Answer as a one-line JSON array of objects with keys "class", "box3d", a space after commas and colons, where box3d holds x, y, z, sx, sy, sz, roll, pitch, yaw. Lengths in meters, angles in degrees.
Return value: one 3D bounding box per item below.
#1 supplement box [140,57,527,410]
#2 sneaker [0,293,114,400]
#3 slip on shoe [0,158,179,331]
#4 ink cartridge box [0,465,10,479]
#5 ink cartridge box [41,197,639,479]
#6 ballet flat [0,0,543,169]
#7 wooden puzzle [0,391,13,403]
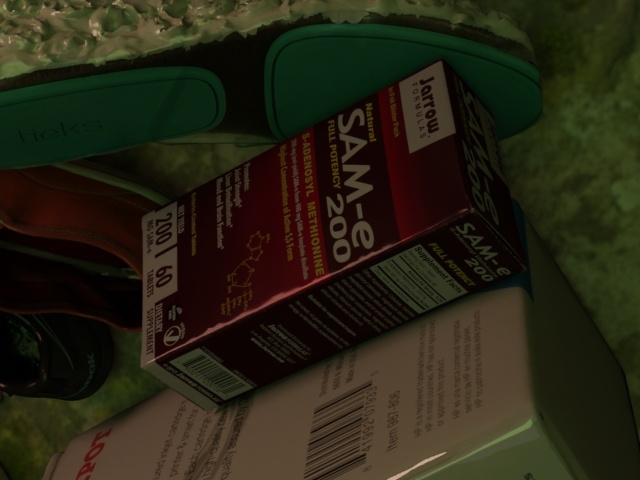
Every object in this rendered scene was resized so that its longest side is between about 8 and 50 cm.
[{"class": "supplement box", "box3d": [0.000, 0.000, 0.848, 0.239, 0.130, 0.073, -26, 136, 22]}, {"class": "sneaker", "box3d": [-0.276, 0.030, 0.994, 0.267, 0.106, 0.101, 30, 101, 5]}, {"class": "slip on shoe", "box3d": [-0.248, -0.012, 0.915, 0.331, 0.101, 0.123, 15, 136, -17]}, {"class": "ink cartridge box", "box3d": [-0.333, 0.162, 1.016, 0.086, 0.148, 0.203, -28, 94, 17]}, {"class": "ink cartridge box", "box3d": [-0.002, 0.177, 0.865, 0.395, 0.285, 0.166, -29, 108, 18]}, {"class": "ballet flat", "box3d": [-0.055, -0.133, 0.876, 0.409, 0.147, 0.147, -3, 103, -9]}, {"class": "wooden puzzle", "box3d": [-0.272, 0.092, 1.061, 0.049, 0.006, 0.083, -21, 97, 16]}]
